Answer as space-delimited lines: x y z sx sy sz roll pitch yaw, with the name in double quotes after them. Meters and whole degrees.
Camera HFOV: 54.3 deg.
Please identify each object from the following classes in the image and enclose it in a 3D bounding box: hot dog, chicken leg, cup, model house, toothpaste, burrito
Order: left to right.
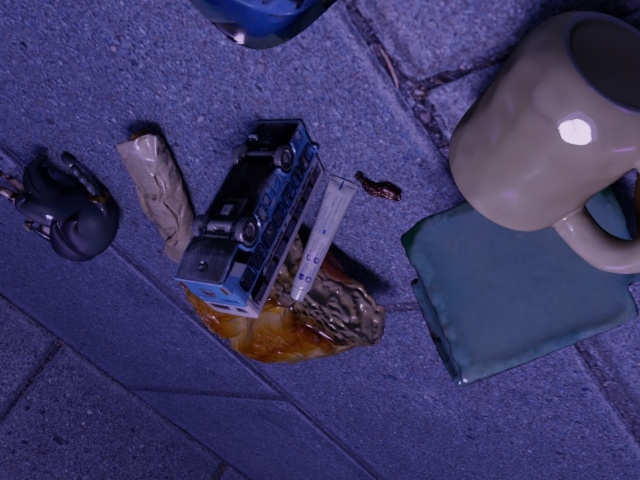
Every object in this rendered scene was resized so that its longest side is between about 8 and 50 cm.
-0.314 -0.072 1.249 0.117 0.076 0.392 17 146 18 "burrito"
-0.099 0.115 1.253 0.367 0.196 0.365 39 144 -6 "hot dog"
0.000 0.000 1.037 0.052 0.218 0.033 24 -170 9 "toothpaste"
0.091 -0.081 0.994 0.083 0.021 0.036 25 157 13 "chicken leg"
0.277 0.055 0.898 0.281 0.229 0.249 -22 169 6 "model house"
0.263 -0.088 0.658 0.173 0.255 0.202 -3 155 -20 "cup"

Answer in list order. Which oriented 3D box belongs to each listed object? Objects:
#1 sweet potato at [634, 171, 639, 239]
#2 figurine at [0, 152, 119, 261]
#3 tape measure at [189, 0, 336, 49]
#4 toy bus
0.414 -0.019 0.698 0.112 0.085 0.285 -3 114 25 "sweet potato"
-0.564 -0.071 1.353 0.197 0.175 0.265 -2 144 31 "figurine"
-0.051 -0.337 0.540 0.262 0.259 0.138 41 145 -11 "tape measure"
-0.098 -0.038 0.943 0.106 0.297 0.131 6 147 31 "toy bus"
